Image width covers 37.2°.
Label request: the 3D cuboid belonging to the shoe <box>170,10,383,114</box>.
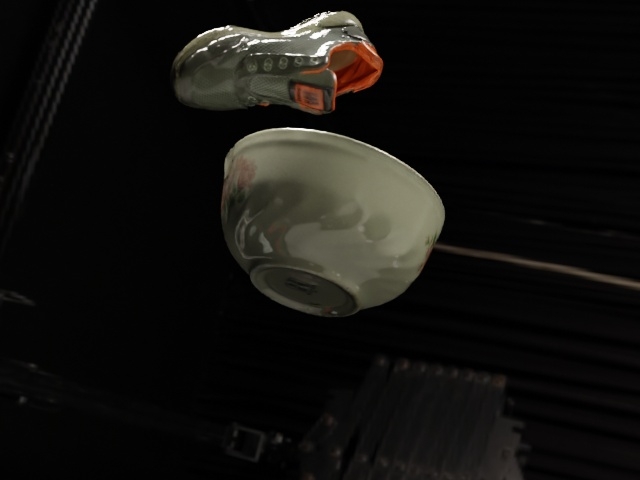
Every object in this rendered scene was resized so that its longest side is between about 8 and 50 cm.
[{"bbox_3d":[-0.048,-0.239,1.420,0.336,0.171,0.132,-17,-47,-25],"label":"shoe"}]

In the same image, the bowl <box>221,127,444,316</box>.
[{"bbox_3d":[0.000,0.000,1.135,0.277,0.277,0.145,56,-136,-56],"label":"bowl"}]
